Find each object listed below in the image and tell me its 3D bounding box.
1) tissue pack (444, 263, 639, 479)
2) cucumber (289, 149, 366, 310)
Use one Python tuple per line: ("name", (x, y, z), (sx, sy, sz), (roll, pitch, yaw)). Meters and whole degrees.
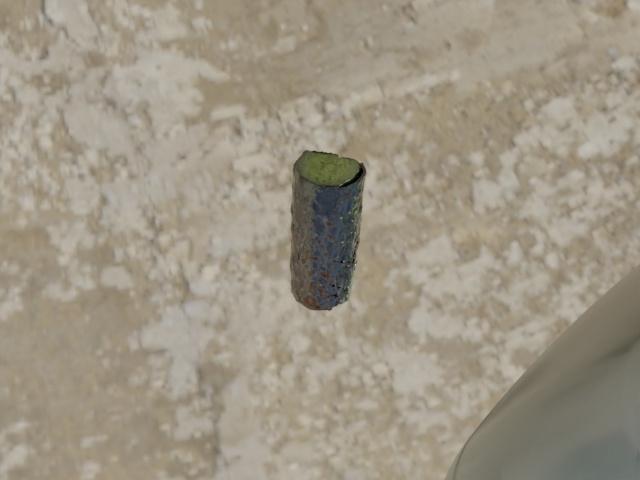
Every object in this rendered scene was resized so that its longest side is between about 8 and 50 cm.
("tissue pack", (0.212, 0.093, 0.574), (0.333, 0.229, 0.236), (-30, 166, -30))
("cucumber", (0.001, 0.002, 1.552), (0.078, 0.062, 0.211), (14, 133, 9))
